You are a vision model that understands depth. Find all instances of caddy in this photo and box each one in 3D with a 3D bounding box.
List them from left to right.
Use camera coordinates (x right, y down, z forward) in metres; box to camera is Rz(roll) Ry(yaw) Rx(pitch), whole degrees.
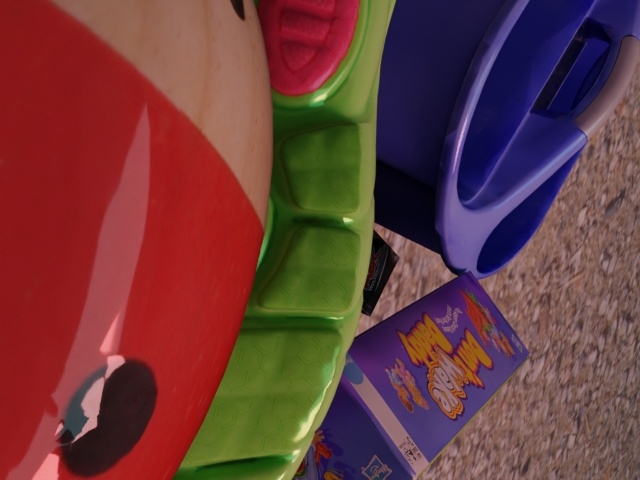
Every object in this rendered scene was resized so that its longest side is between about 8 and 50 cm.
[{"bbox_3d":[0.144,-0.136,1.100,0.341,0.179,0.241,-58,153,-21],"label":"caddy"}]

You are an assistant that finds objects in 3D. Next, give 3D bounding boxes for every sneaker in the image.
[{"bbox_3d":[-0.056,-0.033,0.740,0.202,0.185,0.482,108,1,-74],"label":"sneaker"}]

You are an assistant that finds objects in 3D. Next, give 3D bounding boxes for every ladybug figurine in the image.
[{"bbox_3d":[-0.176,0.034,0.499,0.305,0.162,0.449,34,82,-20],"label":"ladybug figurine"}]

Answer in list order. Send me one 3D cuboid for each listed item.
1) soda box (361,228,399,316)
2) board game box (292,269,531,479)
[{"bbox_3d":[0.000,0.000,1.061,0.053,0.060,0.169,-63,154,-8],"label":"soda box"},{"bbox_3d":[-0.011,0.136,0.917,0.233,0.078,0.347,-38,174,18],"label":"board game box"}]
